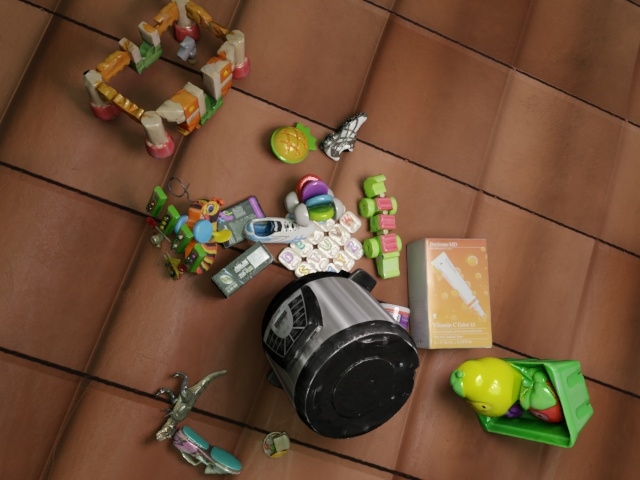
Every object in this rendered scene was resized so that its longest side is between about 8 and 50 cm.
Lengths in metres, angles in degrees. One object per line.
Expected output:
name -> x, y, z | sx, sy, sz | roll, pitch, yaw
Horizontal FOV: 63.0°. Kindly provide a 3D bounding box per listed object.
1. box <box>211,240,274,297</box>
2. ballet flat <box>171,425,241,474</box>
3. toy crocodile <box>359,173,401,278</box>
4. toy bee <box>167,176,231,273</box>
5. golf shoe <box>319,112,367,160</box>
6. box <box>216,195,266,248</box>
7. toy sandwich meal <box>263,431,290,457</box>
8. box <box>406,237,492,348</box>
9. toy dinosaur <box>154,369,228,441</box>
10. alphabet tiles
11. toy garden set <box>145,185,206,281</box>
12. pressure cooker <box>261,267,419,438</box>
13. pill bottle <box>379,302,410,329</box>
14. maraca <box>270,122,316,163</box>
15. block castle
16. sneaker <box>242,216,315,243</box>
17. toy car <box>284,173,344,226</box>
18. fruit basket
box -> -0.237, 0.090, 1.584 | 0.180, 0.147, 0.077 | -39, 92, -13
ballet flat -> -0.339, 0.635, 1.537 | 0.221, 0.077, 0.079 | 34, 96, -1
toy crocodile -> 0.204, -0.046, 1.708 | 0.115, 0.105, 0.340 | -4, 84, -23
toy bee -> -0.342, -0.056, 1.564 | 0.195, 0.298, 0.162 | 33, 39, 18
golf shoe -> 0.092, -0.348, 1.756 | 0.198, 0.077, 0.094 | -41, 103, -7
box -> -0.254, -0.058, 1.660 | 0.162, 0.029, 0.116 | -26, 89, -15
toy sandwich meal -> -0.133, 0.626, 1.597 | 0.085, 0.029, 0.085 | 2, 82, -12
box -> 0.414, 0.172, 1.701 | 0.215, 0.168, 0.345 | 0, 82, -12
toy dinosaur -> -0.409, 0.457, 1.547 | 0.118, 0.064, 0.268 | 43, 70, -5
alphabet tiles -> 0.000, 0.000, 1.711 | 0.278, 0.021, 0.284 | 42, 77, -4
toy garden set -> -0.451, -0.003, 1.533 | 0.049, 0.204, 0.244 | -31, 81, -40
pressure cooker -> 0.027, 0.297, 1.489 | 0.370, 0.420, 0.375 | -13, 119, -19
pill bottle -> 0.219, 0.305, 1.674 | 0.108, 0.108, 0.193 | 14, 81, -10
maraca -> -0.085, -0.317, 1.698 | 0.186, 0.099, 0.127 | -35, 97, -40
block castle -> -0.447, -0.491, 1.588 | 0.303, 0.213, 0.453 | 35, 70, 6
sneaker -> -0.122, -0.034, 1.631 | 0.237, 0.086, 0.085 | -5, 81, -22
toy car -> -0.020, -0.133, 1.622 | 0.159, 0.182, 0.136 | -12, 126, -19
fruit basket -> 0.570, 0.474, 1.594 | 0.392, 0.392, 0.283 | -13, 86, -13
